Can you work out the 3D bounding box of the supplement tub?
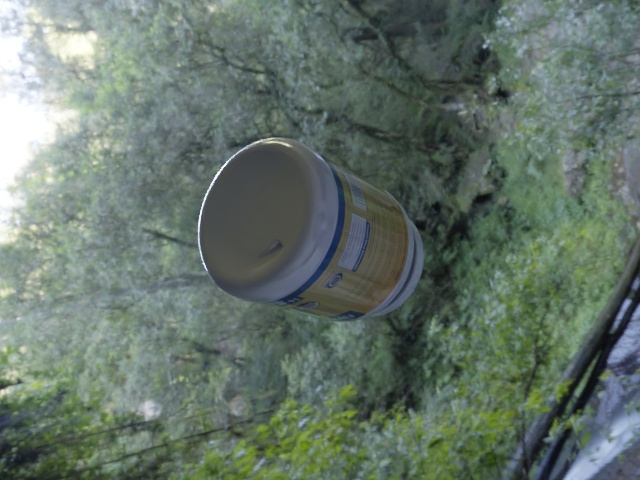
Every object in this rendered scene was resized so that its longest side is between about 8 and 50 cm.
[{"bbox_3d":[0.000,0.000,0.602,0.200,0.144,0.144,22,-132,-52],"label":"supplement tub"}]
